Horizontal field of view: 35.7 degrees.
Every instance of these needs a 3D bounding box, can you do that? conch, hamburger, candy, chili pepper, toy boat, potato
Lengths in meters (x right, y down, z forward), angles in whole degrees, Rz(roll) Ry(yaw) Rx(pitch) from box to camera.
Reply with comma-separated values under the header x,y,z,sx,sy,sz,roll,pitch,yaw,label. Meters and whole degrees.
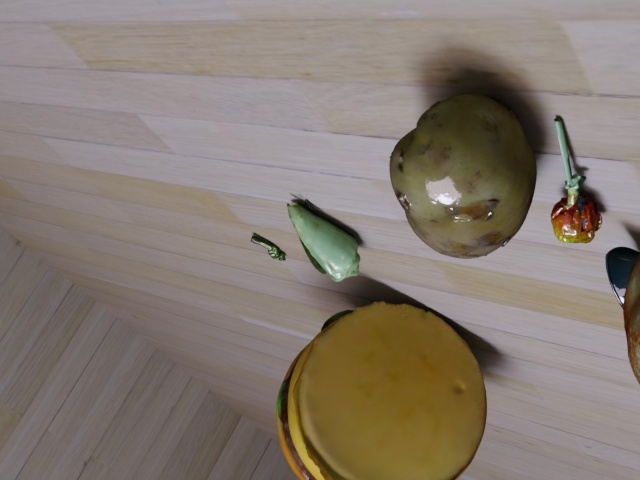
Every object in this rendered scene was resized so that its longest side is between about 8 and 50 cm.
x,y,z,sx,sy,sz,roll,pitch,yaw,label
0.000,0.000,1.679,0.170,0.079,0.106,48,152,-5,conch
0.114,0.310,1.867,0.396,0.395,0.277,29,160,0,hamburger
0.287,-0.069,1.153,0.060,0.060,0.201,16,149,32,candy
-0.098,0.015,1.921,0.083,0.022,0.027,35,127,-13,chili pepper
0.431,0.087,1.255,0.246,0.093,0.103,39,151,-27,toy boat
0.169,-0.069,1.159,0.165,0.165,0.262,22,165,21,potato

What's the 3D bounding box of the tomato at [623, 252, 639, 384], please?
x,y,z,sx,sy,sz,roll,pitch,yaw,label
0.441,0.069,0.978,0.239,0.303,0.303,50,156,-11,tomato
